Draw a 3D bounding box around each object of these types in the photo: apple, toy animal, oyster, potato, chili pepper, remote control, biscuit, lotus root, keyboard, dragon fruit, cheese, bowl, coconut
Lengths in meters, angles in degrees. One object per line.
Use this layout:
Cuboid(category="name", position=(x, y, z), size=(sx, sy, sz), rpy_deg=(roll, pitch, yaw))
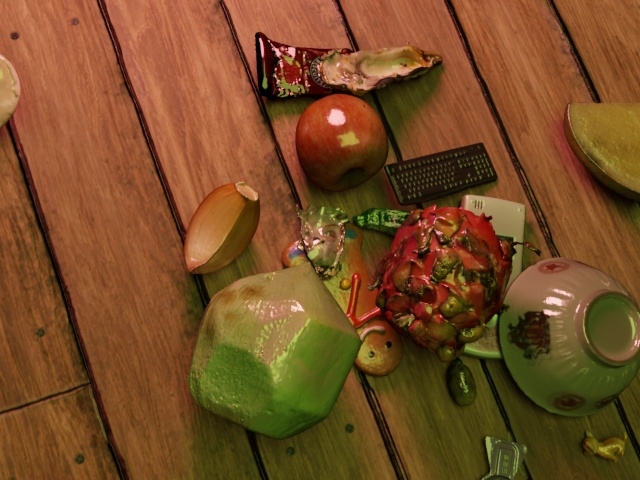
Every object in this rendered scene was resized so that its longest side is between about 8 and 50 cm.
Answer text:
Cuboid(category="apple", position=(0.041, -0.201, 1.730), size=(0.188, 0.188, 0.173), rpy_deg=(-11, 66, -13))
Cuboid(category="toy animal", position=(0.578, 0.414, 1.741), size=(0.083, 0.060, 0.081), rpy_deg=(28, 112, -4))
Cuboid(category="oyster", position=(-0.002, -0.002, 1.704), size=(0.109, 0.053, 0.165), rpy_deg=(18, 54, -18))
Cuboid(category="potato", position=(0.649, -0.232, 1.892), size=(0.255, 0.112, 0.269), rpy_deg=(24, 70, 0))
Cuboid(category="chili pepper", position=(0.176, -0.024, 1.776), size=(0.227, 0.059, 0.088), rpy_deg=(9, 76, -6))
Cuboid(category="remote control", position=(0.351, 0.077, 1.785), size=(0.145, 0.050, 0.343), rpy_deg=(10, 75, -8))
Cuboid(category="biscuit", position=(0.068, 0.125, 1.725), size=(0.206, 0.049, 0.323), rpy_deg=(-21, 83, -16))
Cuboid(category="oyster", position=(0.135, -0.361, 1.812), size=(0.345, 0.078, 0.129), rpy_deg=(-18, 49, -38))
Cuboid(category="lotus root", position=(0.283, 0.286, 1.718), size=(0.049, 0.054, 0.099), rpy_deg=(-5, 77, -33))
Cuboid(category="keyboard", position=(0.213, -0.130, 1.786), size=(0.381, 0.041, 0.103), rpy_deg=(-18, 80, -24))
Cuboid(category="dragon fruit", position=(0.239, 0.090, 1.622), size=(0.269, 0.250, 0.291), rpy_deg=(22, 53, -15))
Cuboid(category="cheese", position=(0.358, 0.491, 1.686), size=(0.105, 0.042, 0.190), rpy_deg=(16, 73, -7))
Cuboid(category="bowl", position=(0.543, 0.184, 1.713), size=(0.338, 0.157, 0.337), rpy_deg=(5, 76, -19))
Cuboid(category="biscuit", position=(-0.029, -0.358, 1.817), size=(0.236, 0.063, 0.151), rpy_deg=(3, 76, -18))
Cuboid(category="coconut", position=(-0.082, 0.188, 1.557), size=(0.281, 0.329, 0.328), rpy_deg=(30, 69, -36))

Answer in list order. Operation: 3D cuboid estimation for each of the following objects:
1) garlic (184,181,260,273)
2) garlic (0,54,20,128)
Cuboid(category="garlic", position=(-0.195, -0.013, 1.678), size=(0.115, 0.128, 0.206), rpy_deg=(41, 74, -42))
Cuboid(category="garlic", position=(-0.727, -0.260, 1.612), size=(0.281, 0.185, 0.203), rpy_deg=(-23, 108, -35))
